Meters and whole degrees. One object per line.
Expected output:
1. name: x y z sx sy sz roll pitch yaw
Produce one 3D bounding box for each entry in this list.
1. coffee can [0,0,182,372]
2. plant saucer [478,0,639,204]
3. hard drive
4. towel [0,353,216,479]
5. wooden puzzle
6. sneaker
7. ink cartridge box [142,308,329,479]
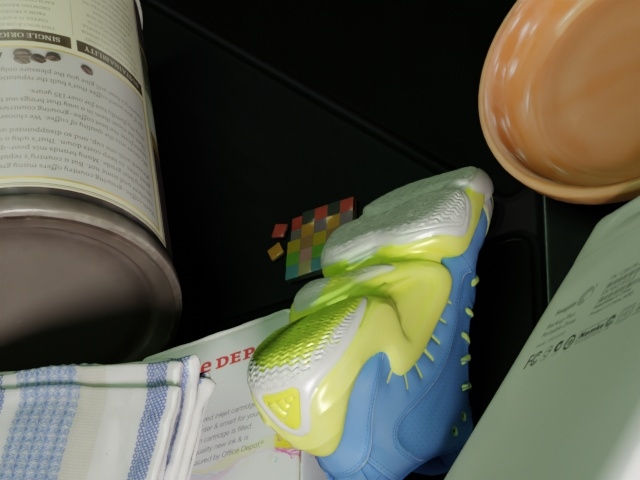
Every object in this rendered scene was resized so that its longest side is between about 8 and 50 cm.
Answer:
1. coffee can: -0.206 -0.052 1.305 0.201 0.201 0.275 -29 46 20
2. plant saucer: 0.187 -0.104 1.147 0.200 0.037 0.200 -21 50 27
3. hard drive: 0.119 0.102 0.914 0.353 0.047 0.233 -56 8 -27
4. towel: -0.191 0.170 1.123 0.285 0.034 0.209 -6 60 38
5. wooden puzzle: 0.000 0.000 1.245 0.083 0.006 0.049 -18 51 29
6. sneaker: 0.047 0.059 1.118 0.091 0.126 0.240 -11 24 41
7. ink cartridge box: -0.044 0.143 1.129 0.127 0.072 0.175 -20 50 28
